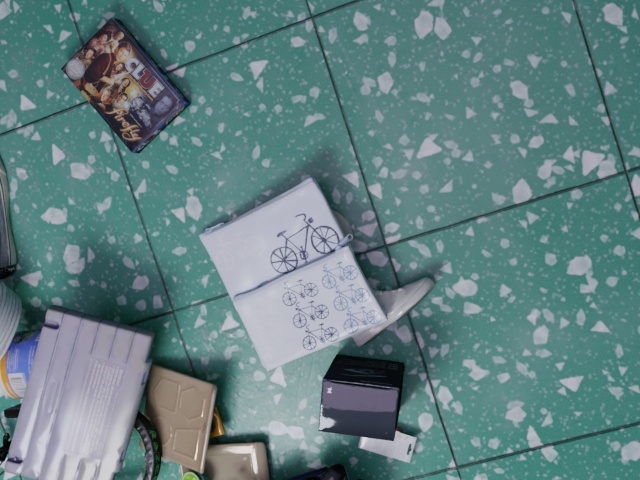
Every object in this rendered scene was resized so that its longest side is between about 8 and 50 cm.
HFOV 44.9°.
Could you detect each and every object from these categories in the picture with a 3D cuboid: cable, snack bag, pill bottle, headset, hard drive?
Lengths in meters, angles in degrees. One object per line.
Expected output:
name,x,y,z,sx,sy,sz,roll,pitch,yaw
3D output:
cable,-0.756,0.207,1.696,0.089,0.257,0.257,35,105,-31
snack bag,-0.065,0.072,1.623,0.323,0.037,0.342,-25,91,26
pill bottle,-0.553,0.265,1.707,0.272,0.152,0.152,-7,95,10
headset,-0.542,0.477,1.722,0.395,0.185,0.243,-1,86,6
hard drive,-0.629,0.372,1.738,0.094,0.135,0.022,-5,90,10

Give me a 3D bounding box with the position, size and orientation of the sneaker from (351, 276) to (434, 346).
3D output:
sneaker,0.135,0.128,1.613,0.212,0.080,0.094,-38,77,13

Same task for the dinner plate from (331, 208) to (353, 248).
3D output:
dinner plate,0.000,0.000,1.650,0.141,0.017,0.141,1,96,12

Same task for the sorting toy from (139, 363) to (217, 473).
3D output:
sorting toy,-0.309,0.386,1.696,0.208,0.038,0.192,11,93,35

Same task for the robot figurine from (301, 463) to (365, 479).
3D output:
robot figurine,-0.007,0.602,1.592,0.174,0.209,0.278,32,87,-37

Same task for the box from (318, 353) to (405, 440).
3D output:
box,0.086,0.313,1.569,0.153,0.207,0.108,6,97,9

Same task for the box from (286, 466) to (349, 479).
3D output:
box,-0.036,0.584,1.689,0.226,0.036,0.136,-17,93,-3

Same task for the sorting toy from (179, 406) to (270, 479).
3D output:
sorting toy,-0.207,0.536,1.729,0.196,0.047,0.347,-6,95,7

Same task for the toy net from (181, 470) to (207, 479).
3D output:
toy net,-0.210,0.574,1.632,0.232,0.045,0.122,11,90,40

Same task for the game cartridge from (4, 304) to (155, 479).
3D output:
game cartridge,-0.491,0.332,1.600,0.230,0.068,0.354,16,93,-9

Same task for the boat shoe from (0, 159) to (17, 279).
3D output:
boat shoe,-0.774,-0.071,1.707,0.127,0.158,0.340,-13,94,11

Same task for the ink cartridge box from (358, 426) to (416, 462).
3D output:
ink cartridge box,0.144,0.428,1.662,0.115,0.029,0.062,16,98,7

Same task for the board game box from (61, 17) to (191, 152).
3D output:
board game box,-0.421,-0.334,1.675,0.165,0.042,0.243,-41,88,11
